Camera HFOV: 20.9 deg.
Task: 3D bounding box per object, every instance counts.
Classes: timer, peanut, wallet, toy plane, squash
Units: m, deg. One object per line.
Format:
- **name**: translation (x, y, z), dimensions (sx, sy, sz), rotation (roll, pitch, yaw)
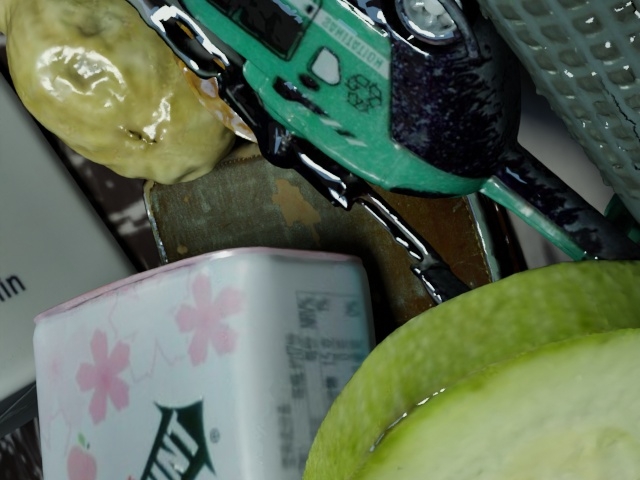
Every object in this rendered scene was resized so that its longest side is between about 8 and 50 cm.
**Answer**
- **timer**: translation (-0.251, 0.033, 1.032), dimensions (0.195, 0.194, 0.192), rotation (56, 137, 5)
- **peanut**: translation (-0.133, -0.120, 0.904), dimensions (0.098, 0.103, 0.229), rotation (-45, 78, 2)
- **wallet**: translation (0.000, 0.000, 0.899), dimensions (0.232, 0.031, 0.121), rotation (-10, 101, 44)
- **toy plane**: translation (0.042, -0.062, 0.738), dimensions (0.382, 0.106, 0.155), rotation (39, 130, 0)
- **squash**: translation (0.116, 0.118, 0.728), dimensions (0.049, 0.252, 0.252), rotation (-103, 20, -51)

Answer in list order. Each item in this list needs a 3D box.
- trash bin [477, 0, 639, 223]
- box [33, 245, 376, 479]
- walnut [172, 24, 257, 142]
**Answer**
- **trash bin**: translation (0.140, -0.096, 0.632), dimensions (0.175, 0.175, 0.161), rotation (-13, 115, 46)
- **box**: translation (-0.047, 0.201, 0.842), dimensions (0.190, 0.112, 0.369), rotation (-22, 69, 46)
- **walnut**: translation (-0.008, -0.093, 0.836), dimensions (0.121, 0.052, 0.091), rotation (8, 120, 28)
